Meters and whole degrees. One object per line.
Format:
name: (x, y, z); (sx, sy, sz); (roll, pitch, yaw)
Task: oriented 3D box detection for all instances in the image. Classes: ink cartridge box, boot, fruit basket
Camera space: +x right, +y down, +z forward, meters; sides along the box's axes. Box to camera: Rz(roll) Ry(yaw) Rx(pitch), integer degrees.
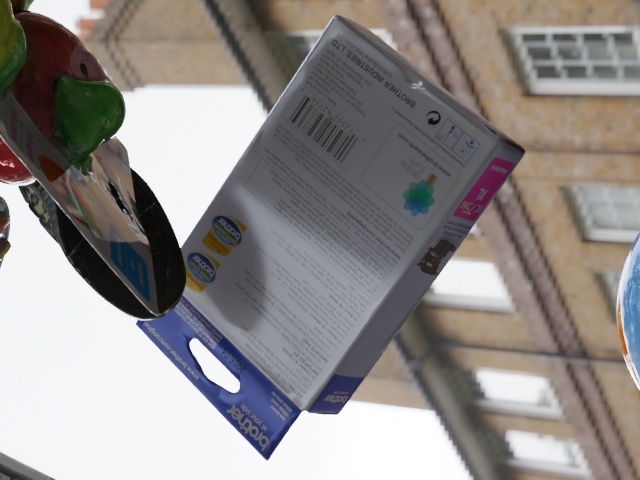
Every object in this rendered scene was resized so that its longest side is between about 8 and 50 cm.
ink cartridge box: (0.000, 0.000, 1.279); (0.311, 0.186, 0.065); (-54, -29, 11)
boot: (-0.178, -0.016, 1.334); (0.085, 0.236, 0.178); (-39, -17, -6)
fruit basket: (-0.215, -0.146, 1.056); (0.353, 0.165, 0.327); (46, -172, -22)

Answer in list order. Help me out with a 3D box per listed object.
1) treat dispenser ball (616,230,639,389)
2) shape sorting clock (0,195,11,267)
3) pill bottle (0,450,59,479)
treat dispenser ball: (0.423, 0.067, 1.514); (0.288, 0.288, 0.288); (-10, -78, -58)
shape sorting clock: (-0.329, 0.051, 1.407); (0.206, 0.040, 0.206); (-55, -11, -17)
pill bottle: (-0.270, 0.225, 1.171); (0.283, 0.161, 0.161); (29, -118, -14)
